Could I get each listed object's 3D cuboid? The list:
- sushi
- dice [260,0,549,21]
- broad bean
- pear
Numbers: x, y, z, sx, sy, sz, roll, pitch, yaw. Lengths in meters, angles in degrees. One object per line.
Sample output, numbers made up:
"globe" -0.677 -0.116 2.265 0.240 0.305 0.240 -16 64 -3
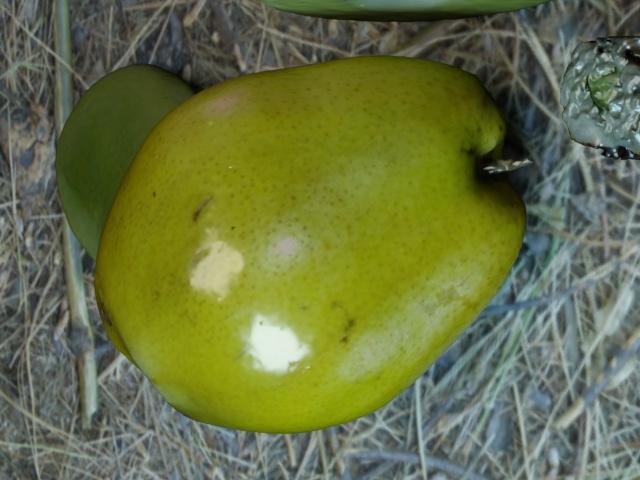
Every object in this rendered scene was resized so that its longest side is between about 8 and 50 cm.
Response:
"sushi" 0.226 -0.097 1.428 0.094 0.084 0.098 14 97 44
"dice" 0.065 -0.292 1.478 0.238 0.227 0.233 -5 86 44
"broad bean" -0.154 -0.050 1.761 0.263 0.121 0.189 50 119 32
"pear" -0.012 -0.004 1.526 0.336 0.285 0.285 -50 59 29
